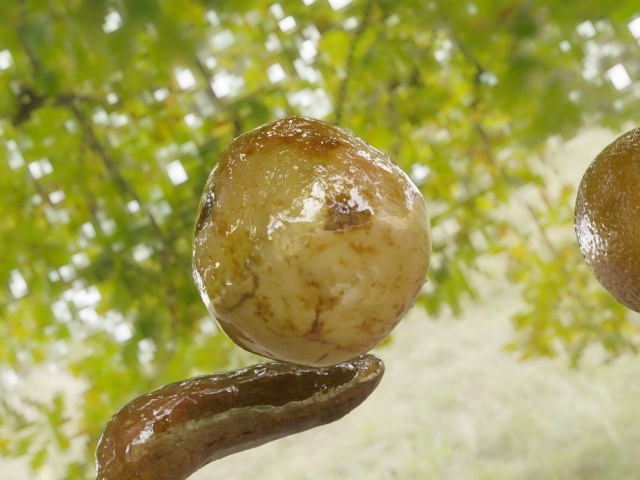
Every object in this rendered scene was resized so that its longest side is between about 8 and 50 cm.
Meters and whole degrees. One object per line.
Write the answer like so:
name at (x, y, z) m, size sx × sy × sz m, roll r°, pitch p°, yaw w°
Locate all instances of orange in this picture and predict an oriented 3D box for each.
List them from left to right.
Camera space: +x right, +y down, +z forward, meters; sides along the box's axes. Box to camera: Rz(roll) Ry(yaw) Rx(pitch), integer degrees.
orange at (0.147, -0.009, 0.817) m, size 0.085 × 0.085 × 0.085 m, roll -25°, pitch -15°, yaw -7°

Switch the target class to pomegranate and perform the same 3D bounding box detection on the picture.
pomegranate at (0.000, 0.000, 1.607) m, size 0.215 × 0.215 × 0.215 m, roll -25°, pitch -15°, yaw -7°

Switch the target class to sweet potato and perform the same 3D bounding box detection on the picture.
sweet potato at (-0.080, 0.158, 1.764) m, size 0.292 × 0.097 × 0.097 m, roll -20°, pitch -16°, yaw -19°
